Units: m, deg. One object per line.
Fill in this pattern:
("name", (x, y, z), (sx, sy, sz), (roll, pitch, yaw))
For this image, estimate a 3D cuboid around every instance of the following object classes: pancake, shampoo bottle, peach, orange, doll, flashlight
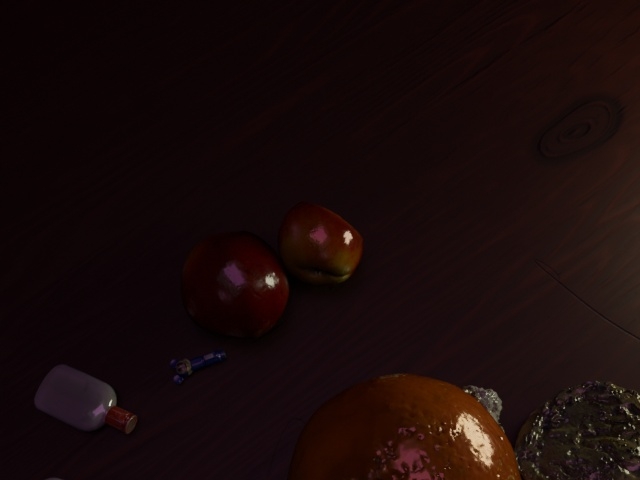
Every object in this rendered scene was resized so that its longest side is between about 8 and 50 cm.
("pancake", (0.497, 0.375, 1.288), (0.282, 0.049, 0.282), (-15, 34, 10))
("shampoo bottle", (-0.487, 0.343, 1.464), (0.221, 0.051, 0.108), (20, 63, 16))
("peach", (-0.186, 0.099, 1.481), (0.243, 0.199, 0.243), (-4, 75, 15))
("orange", (0.129, 0.435, 1.165), (0.424, 0.326, 0.424), (-8, 72, 25))
("doll", (0.308, 0.385, 1.325), (0.115, 0.105, 0.221), (-29, 63, 29))
("peach", (0.000, 0.000, 1.524), (0.190, 0.190, 0.192), (-1, 58, 5))
("flashlight", (-0.261, 0.261, 1.492), (0.121, 0.035, 0.057), (-19, 61, -4))

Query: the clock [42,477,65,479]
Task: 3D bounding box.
("clock", (-0.424, 0.597, 1.289), (0.322, 0.113, 0.295), (12, 64, 14))
